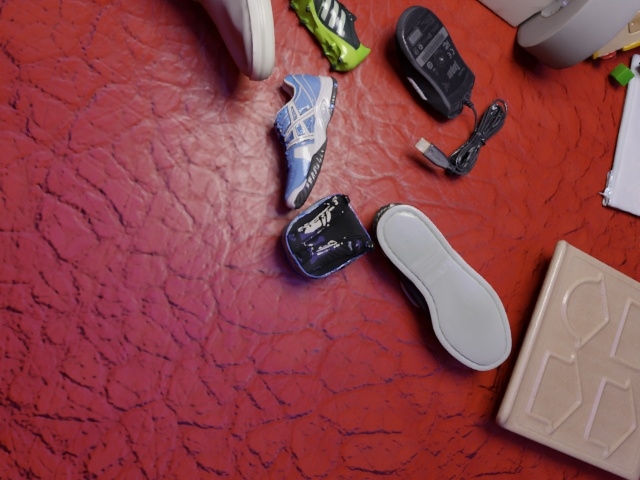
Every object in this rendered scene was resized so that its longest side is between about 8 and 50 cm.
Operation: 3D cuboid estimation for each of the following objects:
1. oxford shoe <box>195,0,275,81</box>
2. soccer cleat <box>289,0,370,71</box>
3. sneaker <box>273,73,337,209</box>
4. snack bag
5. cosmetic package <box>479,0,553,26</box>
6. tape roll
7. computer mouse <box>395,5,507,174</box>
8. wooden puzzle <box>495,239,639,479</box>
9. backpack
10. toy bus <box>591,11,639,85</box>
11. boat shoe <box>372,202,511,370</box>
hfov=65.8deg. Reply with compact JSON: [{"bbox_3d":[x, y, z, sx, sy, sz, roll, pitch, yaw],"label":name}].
[{"bbox_3d":[-0.176,-0.409,0.649,0.130,0.169,0.450,-22,87,-19],"label":"oxford shoe"},{"bbox_3d":[0.010,-0.347,0.759,0.072,0.060,0.179,-39,105,-24],"label":"soccer cleat"},{"bbox_3d":[-0.032,-0.147,0.730,0.081,0.080,0.211,12,75,-9],"label":"sneaker"},{"bbox_3d":[0.715,-0.177,0.966,0.342,0.037,0.323,16,84,-15],"label":"snack bag"},{"bbox_3d":[0.324,-0.487,0.803,0.183,0.151,0.152,29,80,-14],"label":"cosmetic package"},{"bbox_3d":[0.424,-0.390,0.793,0.072,0.219,0.219,29,80,-14],"label":"tape roll"},{"bbox_3d":[0.181,-0.228,0.802,0.262,0.060,0.184,40,73,-23],"label":"computer mouse"},{"bbox_3d":[0.467,0.210,0.861,0.347,0.080,0.322,26,81,-19],"label":"wooden puzzle"},{"bbox_3d":[0.000,0.000,0.723,0.114,0.084,0.105,-32,96,-20],"label":"backpack"},{"bbox_3d":[0.543,-0.402,0.888,0.202,0.104,0.191,17,127,-14],"label":"toy bus"},{"bbox_3d":[0.189,0.065,0.772,0.114,0.091,0.303,-31,99,5],"label":"boat shoe"}]
